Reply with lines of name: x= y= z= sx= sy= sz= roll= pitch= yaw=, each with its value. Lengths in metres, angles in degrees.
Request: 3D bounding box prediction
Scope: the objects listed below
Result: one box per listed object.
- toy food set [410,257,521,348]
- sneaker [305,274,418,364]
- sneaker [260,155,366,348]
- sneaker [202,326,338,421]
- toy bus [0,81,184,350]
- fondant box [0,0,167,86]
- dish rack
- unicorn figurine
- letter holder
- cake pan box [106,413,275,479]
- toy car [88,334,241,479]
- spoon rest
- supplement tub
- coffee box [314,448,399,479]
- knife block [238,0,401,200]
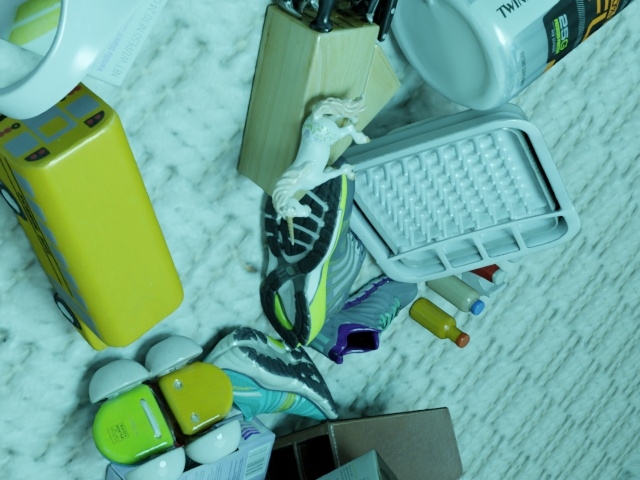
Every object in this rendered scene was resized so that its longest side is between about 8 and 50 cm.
toy food set: x=0.257 y=0.061 z=1.790 sx=0.232 sy=0.104 sz=0.111 roll=-32 pitch=139 yaw=-27
sneaker: x=0.074 y=0.121 z=1.640 sx=0.224 sy=0.098 sz=0.083 roll=-22 pitch=135 yaw=-35
sneaker: x=0.000 y=0.000 z=1.460 sx=0.121 sy=0.111 sz=0.300 roll=-35 pitch=152 yaw=-37
sneaker: x=-0.072 y=0.195 z=1.565 sx=0.110 sy=0.107 sz=0.275 roll=-40 pitch=142 yaw=15
toy bus: x=-0.228 y=-0.006 z=1.161 sx=0.108 sy=0.130 sz=0.332 roll=-37 pitch=142 yaw=-21
fondant box: x=-0.246 y=-0.290 z=0.932 sx=0.330 sy=0.096 sz=0.238 roll=19 pitch=105 yaw=-52
dish rack: x=0.178 y=-0.066 z=1.529 sx=0.286 sy=0.072 sz=0.333 roll=-15 pitch=148 yaw=17
unicorn figurine: x=-0.003 y=-0.086 z=1.270 sx=0.111 sy=0.060 sz=0.162 roll=-8 pitch=110 yaw=-44
letter holder: x=0.077 y=0.381 z=1.728 sx=0.152 sy=0.214 sz=0.302 roll=-25 pitch=162 yaw=37
cake pan box: x=-0.192 y=0.380 z=1.588 sx=0.246 sy=0.070 sz=0.267 roll=-18 pitch=132 yaw=-42
toy car: x=-0.199 y=0.215 z=1.396 sx=0.182 sy=0.159 sz=0.136 roll=-23 pitch=172 yaw=-32
spoon rest: x=-0.184 y=-0.212 z=0.915 sx=0.276 sy=0.084 sz=0.137 roll=-56 pitch=145 yaw=6
supplement tub: x=0.261 y=-0.325 z=1.378 sx=0.338 sy=0.207 sz=0.207 roll=-39 pitch=142 yaw=-19
coffee box: x=-0.005 y=0.433 z=1.542 sx=0.297 sy=0.119 sz=0.168 roll=-31 pitch=116 yaw=11
knife block: x=-0.017 y=-0.208 z=1.267 sx=0.275 sy=0.088 sz=0.242 roll=-48 pitch=144 yaw=-6
